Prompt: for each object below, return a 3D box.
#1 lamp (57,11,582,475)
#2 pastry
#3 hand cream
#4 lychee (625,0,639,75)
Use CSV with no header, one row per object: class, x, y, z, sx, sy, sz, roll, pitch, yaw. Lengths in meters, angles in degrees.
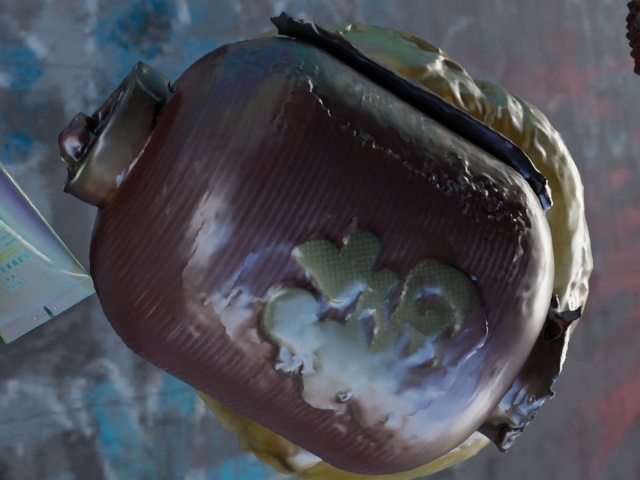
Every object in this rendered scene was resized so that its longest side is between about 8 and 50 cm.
lamp,0.000,0.000,0.710,0.258,0.180,0.180,32,57,-13
pastry,0.028,0.010,1.288,0.245,0.409,0.410,-105,174,-71
hand cream,-0.188,-0.030,0.767,0.174,0.076,0.047,55,34,-10
lychee,0.208,-0.099,0.718,0.123,0.129,0.123,169,-90,-84
